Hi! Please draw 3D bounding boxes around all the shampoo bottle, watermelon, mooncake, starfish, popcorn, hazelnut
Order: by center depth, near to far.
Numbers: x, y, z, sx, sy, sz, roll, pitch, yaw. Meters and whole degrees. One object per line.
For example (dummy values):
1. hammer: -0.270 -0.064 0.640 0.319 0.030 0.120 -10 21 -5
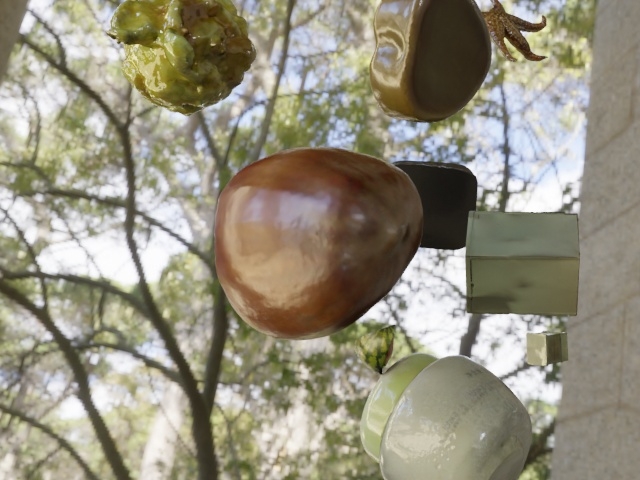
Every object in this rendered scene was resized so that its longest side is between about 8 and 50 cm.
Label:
1. mooncake: 0.182 -0.315 1.551 0.117 0.235 0.235 17 -14 44
2. hazelnut: -0.007 0.000 1.579 0.366 0.365 0.366 10 -24 4
3. starfish: 0.343 -0.424 1.823 0.238 0.213 0.057 25 -49 -2
4. watermelon: 0.122 0.241 1.944 0.087 0.069 0.163 -15 -28 -5
5. shampoo bottle: 0.270 0.406 1.966 0.317 0.322 0.322 23 -13 37
6. popcorn: -0.311 -0.425 2.107 0.274 0.335 0.279 34 -38 30

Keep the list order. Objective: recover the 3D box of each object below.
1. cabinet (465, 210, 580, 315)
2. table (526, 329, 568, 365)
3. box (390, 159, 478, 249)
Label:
1. cabinet: 0.385 0.041 1.781 0.206 0.150 0.145 1 -52 12
2. table: 0.552 0.260 2.273 0.083 0.079 0.062 -3 1 -37
3. box: 0.236 -0.077 2.047 0.212 0.201 0.042 2 21 -4
